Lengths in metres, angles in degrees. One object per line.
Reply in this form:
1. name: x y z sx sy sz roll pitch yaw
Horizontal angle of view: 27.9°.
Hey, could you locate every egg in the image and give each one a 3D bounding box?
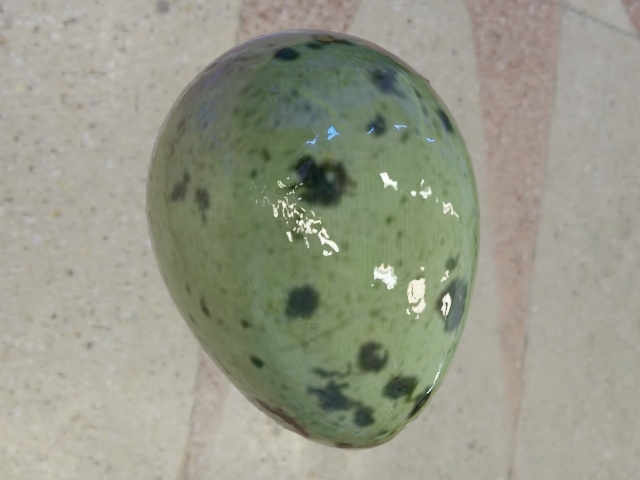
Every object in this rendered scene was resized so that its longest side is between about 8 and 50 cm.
1. egg: 0.000 0.000 0.689 0.177 0.177 0.228 -15 94 -47
